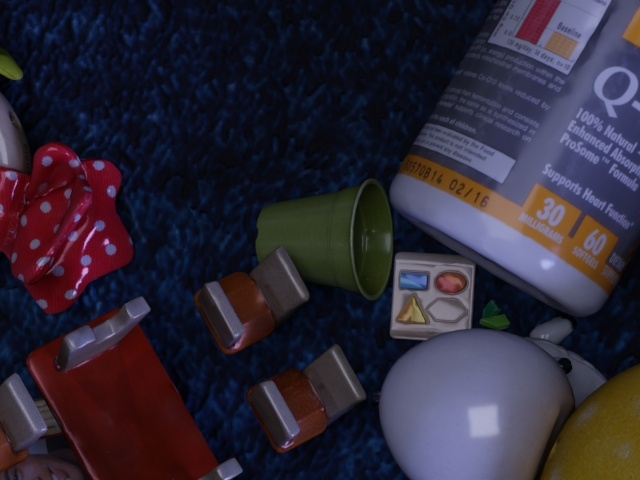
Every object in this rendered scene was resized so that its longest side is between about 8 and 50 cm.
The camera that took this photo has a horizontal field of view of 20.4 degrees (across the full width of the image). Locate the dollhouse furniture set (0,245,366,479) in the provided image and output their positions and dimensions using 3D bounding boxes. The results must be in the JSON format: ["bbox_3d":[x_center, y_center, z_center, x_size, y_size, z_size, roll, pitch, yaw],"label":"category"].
[{"bbox_3d":[-0.099,0.169,1.168,0.262,0.135,0.259,-26,81,-25],"label":"dollhouse furniture set"}]

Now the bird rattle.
[{"bbox_3d":[-0.260,-0.051,1.270,0.207,0.143,0.253,-29,92,17],"label":"bird rattle"}]

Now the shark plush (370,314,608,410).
[{"bbox_3d":[0.115,0.105,1.200,0.161,0.073,0.067,-11,113,3],"label":"shark plush"}]

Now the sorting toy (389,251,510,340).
[{"bbox_3d":[0.091,0.040,1.231,0.083,0.012,0.062,3,84,10],"label":"sorting toy"}]

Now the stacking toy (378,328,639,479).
[{"bbox_3d":[0.247,0.175,1.041,0.480,0.350,0.351,23,88,19],"label":"stacking toy"}]

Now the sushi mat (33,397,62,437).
[{"bbox_3d":[-0.308,0.208,1.276,0.316,0.019,0.151,-11,82,8],"label":"sushi mat"}]

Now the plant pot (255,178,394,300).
[{"bbox_3d":[0.000,0.000,1.224,0.079,0.083,0.083,-1,83,22],"label":"plant pot"}]

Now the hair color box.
[{"bbox_3d":[-0.178,0.168,1.218,0.141,0.043,0.072,-12,86,-14],"label":"hair color box"}]

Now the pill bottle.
[{"bbox_3d":[0.177,-0.104,1.158,0.162,0.162,0.278,30,89,12],"label":"pill bottle"}]
